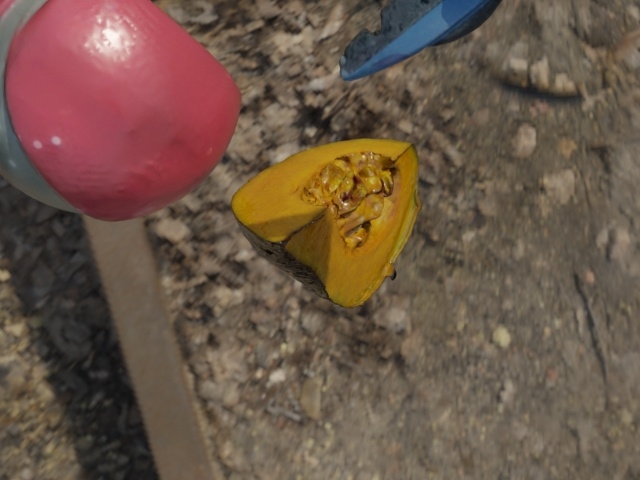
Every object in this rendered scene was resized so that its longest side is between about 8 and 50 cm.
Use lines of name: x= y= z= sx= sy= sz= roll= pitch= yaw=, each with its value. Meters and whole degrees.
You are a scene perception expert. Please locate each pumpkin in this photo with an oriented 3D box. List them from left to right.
pumpkin: x=-0.005 y=0.000 z=1.380 sx=0.111 sy=0.278 sz=0.163 roll=16 pitch=122 yaw=28

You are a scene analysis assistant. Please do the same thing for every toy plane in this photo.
toy plane: x=0.093 y=-0.154 z=0.566 sx=0.246 sy=0.169 sz=0.078 roll=-32 pitch=107 yaw=22

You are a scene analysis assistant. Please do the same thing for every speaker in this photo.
speaker: x=-0.221 y=-0.155 z=1.343 sx=0.294 sy=0.294 sz=0.294 roll=3 pitch=107 yaw=9
